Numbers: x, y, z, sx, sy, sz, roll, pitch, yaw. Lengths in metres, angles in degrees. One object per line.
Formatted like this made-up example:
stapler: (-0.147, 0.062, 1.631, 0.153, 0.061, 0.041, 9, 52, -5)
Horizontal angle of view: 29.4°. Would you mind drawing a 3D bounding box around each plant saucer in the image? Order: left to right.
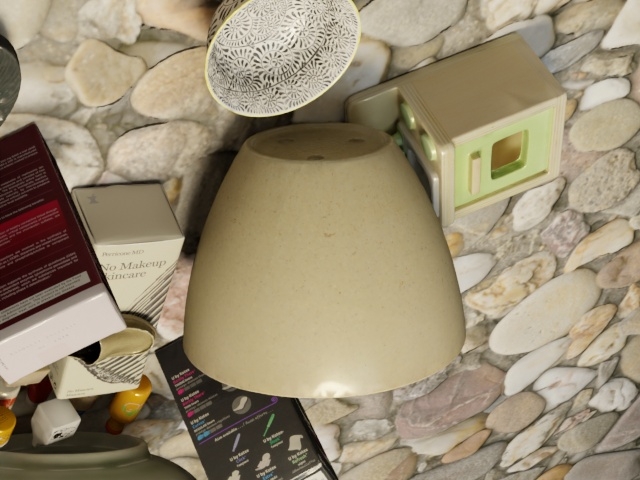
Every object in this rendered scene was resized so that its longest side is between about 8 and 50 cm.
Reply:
plant saucer: (-0.328, 0.306, 1.557, 0.400, 0.101, 0.400, 0, 179, 0)

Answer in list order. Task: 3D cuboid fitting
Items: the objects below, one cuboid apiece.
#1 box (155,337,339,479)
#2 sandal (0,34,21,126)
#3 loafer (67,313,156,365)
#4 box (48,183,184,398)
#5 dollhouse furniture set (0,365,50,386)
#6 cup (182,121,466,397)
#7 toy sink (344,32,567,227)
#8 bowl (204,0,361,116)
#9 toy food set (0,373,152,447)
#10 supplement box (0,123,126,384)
box: (-0.090, 0.252, 1.627, 0.143, 0.270, 0.165, -28, 145, -2)
sandal: (-0.475, -0.059, 1.118, 0.445, 0.107, 0.168, -24, 144, -7)
loafer: (-0.249, 0.115, 1.376, 0.148, 0.050, 0.056, 6, 132, -36)
box: (-0.250, 0.063, 1.436, 0.113, 0.094, 0.275, -6, 139, -27)
dollhouse furniture set: (-0.425, 0.133, 1.382, 0.123, 0.144, 0.151, -45, 157, 28)
cup: (0.000, 0.000, 1.388, 0.331, 0.331, 0.237, -12, 113, -23)
toy sink: (0.163, -0.120, 1.468, 0.234, 0.131, 0.153, -21, 143, -11)
bowl: (-0.052, -0.215, 1.245, 0.170, 0.080, 0.170, -19, 143, -15)
toy food set: (-0.339, 0.211, 1.534, 0.232, 0.111, 0.104, -16, 148, -43)
supplement box: (-0.296, 0.008, 1.211, 0.130, 0.239, 0.073, -25, 146, -6)
